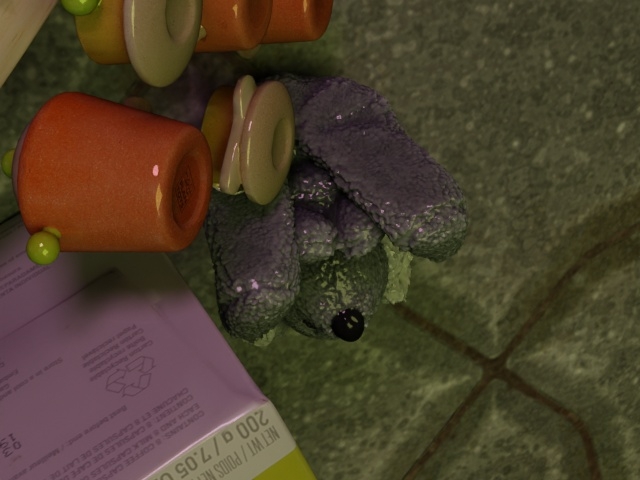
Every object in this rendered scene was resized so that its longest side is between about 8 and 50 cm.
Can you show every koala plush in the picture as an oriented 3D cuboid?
[{"bbox_3d":[0.000,0.000,1.000,0.196,0.203,0.221,-23,146,-6],"label":"koala plush"}]

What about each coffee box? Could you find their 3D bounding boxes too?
[{"bbox_3d":[-0.175,0.221,0.895,0.337,0.338,0.334,-32,127,-9],"label":"coffee box"}]

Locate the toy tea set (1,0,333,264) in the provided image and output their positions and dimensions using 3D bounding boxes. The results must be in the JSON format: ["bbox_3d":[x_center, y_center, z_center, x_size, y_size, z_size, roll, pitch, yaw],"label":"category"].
[{"bbox_3d":[-0.099,-0.109,0.817,0.336,0.124,0.200,-34,130,-67],"label":"toy tea set"}]

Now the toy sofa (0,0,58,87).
[{"bbox_3d":[-0.258,-0.147,0.771,0.177,0.150,0.363,30,99,-38],"label":"toy sofa"}]
